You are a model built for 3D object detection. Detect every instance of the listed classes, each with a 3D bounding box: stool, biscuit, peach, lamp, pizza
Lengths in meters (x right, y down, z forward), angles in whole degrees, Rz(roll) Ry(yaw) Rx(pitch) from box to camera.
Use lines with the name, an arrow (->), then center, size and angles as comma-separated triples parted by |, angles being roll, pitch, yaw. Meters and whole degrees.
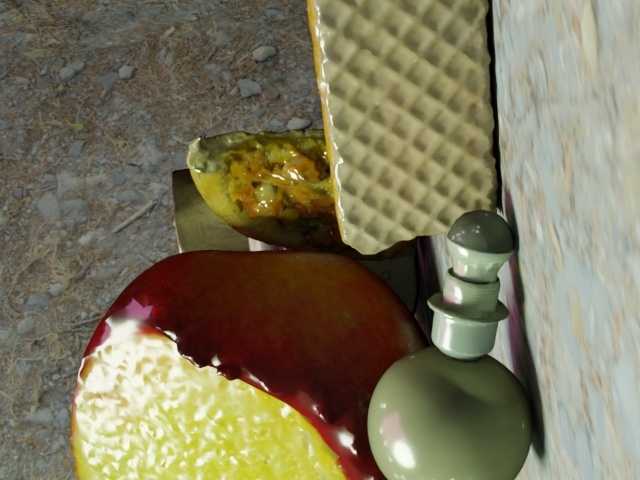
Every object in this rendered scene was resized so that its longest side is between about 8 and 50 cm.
stool -> -0.044, -0.020, 1.574 | 0.179, 0.264, 0.179 | 170, 90, -89
biscuit -> 0.032, -0.148, 0.613 | 0.054, 0.094, 0.379 | -100, 2, -55
peach -> -0.037, 0.178, 1.179 | 0.310, 0.335, 0.406 | -42, -69, -55
lamp -> 0.077, 0.062, 0.680 | 0.091, 0.091, 0.163 | -101, 18, -69
pizza -> 0.016, -0.041, 1.115 | 0.292, 0.197, 0.058 | 24, -132, -44

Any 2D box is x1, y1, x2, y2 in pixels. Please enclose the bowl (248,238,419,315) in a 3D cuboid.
bowl -> 0.000, 0.000, 1.358 | 0.238, 0.126, 0.238 | 169, 90, -71
